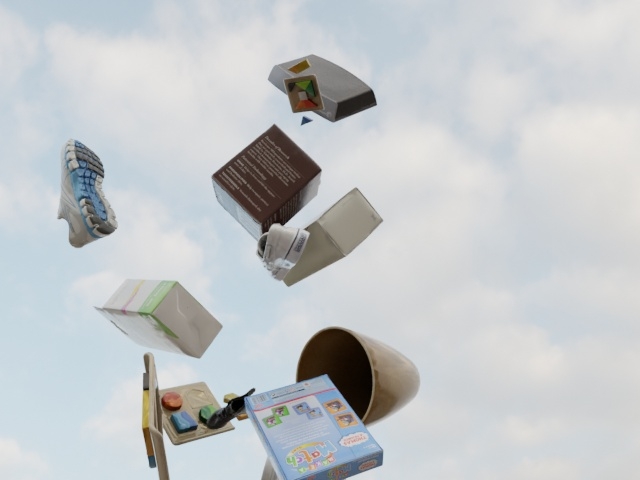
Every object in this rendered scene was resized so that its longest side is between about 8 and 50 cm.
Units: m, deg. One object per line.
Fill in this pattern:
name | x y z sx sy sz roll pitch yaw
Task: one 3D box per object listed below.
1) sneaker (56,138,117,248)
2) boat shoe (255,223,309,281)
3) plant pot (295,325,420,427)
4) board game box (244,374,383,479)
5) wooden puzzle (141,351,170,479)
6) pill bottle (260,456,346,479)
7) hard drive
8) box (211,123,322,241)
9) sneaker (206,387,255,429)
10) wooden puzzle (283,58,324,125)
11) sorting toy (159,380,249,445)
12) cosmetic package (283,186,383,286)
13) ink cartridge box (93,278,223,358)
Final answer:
sneaker | -0.378 -0.072 0.874 0.083 0.190 0.071 -32 -29 18
boat shoe | -0.089 0.016 1.164 0.084 0.095 0.258 25 -22 -6
plant pot | 0.112 0.329 1.329 0.254 0.237 0.237 15 -44 -44
board game box | -0.018 0.313 0.939 0.160 0.211 0.039 -10 -66 -22
wooden puzzle | -0.387 0.415 1.312 0.044 0.238 0.221 -7 -51 -17
pill bottle | -0.045 0.631 1.502 0.215 0.117 0.117 15 -45 4
hard drive | 0.004 -0.392 1.432 0.172 0.255 0.054 -28 -37 -32
box | -0.128 -0.131 1.367 0.203 0.167 0.168 -43 -10 -16
sneaker | -0.247 0.470 1.582 0.170 0.051 0.089 -25 -25 -8
wooden puzzle | -0.033 -0.271 1.050 0.079 0.014 0.116 -5 -60 33
sorting toy | -0.362 0.515 1.764 0.307 0.229 0.041 0 -60 -45
cosmetic package | 0.000 0.000 1.437 0.113 0.160 0.309 51 -35 -3
ink cartridge box | -0.469 0.214 1.610 0.353 0.119 0.207 -2 -44 44
